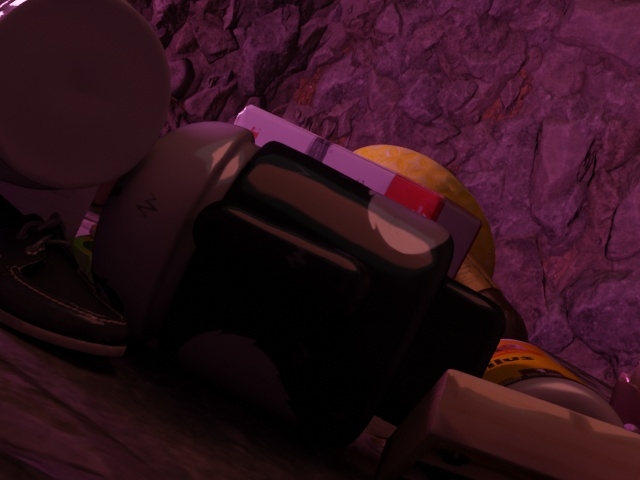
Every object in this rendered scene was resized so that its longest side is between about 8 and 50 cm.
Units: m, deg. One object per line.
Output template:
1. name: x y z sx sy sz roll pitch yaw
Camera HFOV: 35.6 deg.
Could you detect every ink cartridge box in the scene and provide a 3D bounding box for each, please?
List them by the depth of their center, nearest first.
1. ink cartridge box: 0.000 0.000 1.062 0.273 0.197 0.114 29 4 31

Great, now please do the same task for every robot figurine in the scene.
1. robot figurine: -0.020 0.034 0.684 0.278 0.209 0.173 28 40 3

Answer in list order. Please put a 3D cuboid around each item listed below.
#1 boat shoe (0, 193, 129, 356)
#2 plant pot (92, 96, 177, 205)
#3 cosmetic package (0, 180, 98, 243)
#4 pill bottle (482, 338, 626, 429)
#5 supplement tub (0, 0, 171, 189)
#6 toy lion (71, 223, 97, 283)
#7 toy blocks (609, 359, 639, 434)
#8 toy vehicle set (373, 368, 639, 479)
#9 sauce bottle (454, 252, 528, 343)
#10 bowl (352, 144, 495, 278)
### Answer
1. boat shoe: -0.194 0.005 0.628 0.206 0.065 0.075 29 4 26
2. plant pot: -0.291 -0.143 1.259 0.167 0.165 0.167 26 4 -2
3. cosmetic package: -0.271 -0.116 0.860 0.151 0.183 0.151 23 5 -44
4. pill bottle: 0.148 0.141 0.752 0.117 0.117 0.215 27 3 -2
5. supplement tub: -0.198 -0.115 0.674 0.144 0.144 0.200 24 1 -37
6. toy lion: -0.170 0.025 0.841 0.100 0.034 0.096 27 11 7
7. toy blocks: 0.401 0.179 0.896 0.289 0.260 0.309 29 4 21
8. toy vehicle set: 0.171 0.153 0.551 0.267 0.035 0.166 19 -25 2
9. sauce bottle: 0.147 0.079 1.089 0.111 0.111 0.344 22 28 -56
10. bowl: 0.089 0.024 1.441 0.289 0.289 0.156 28 47 22
